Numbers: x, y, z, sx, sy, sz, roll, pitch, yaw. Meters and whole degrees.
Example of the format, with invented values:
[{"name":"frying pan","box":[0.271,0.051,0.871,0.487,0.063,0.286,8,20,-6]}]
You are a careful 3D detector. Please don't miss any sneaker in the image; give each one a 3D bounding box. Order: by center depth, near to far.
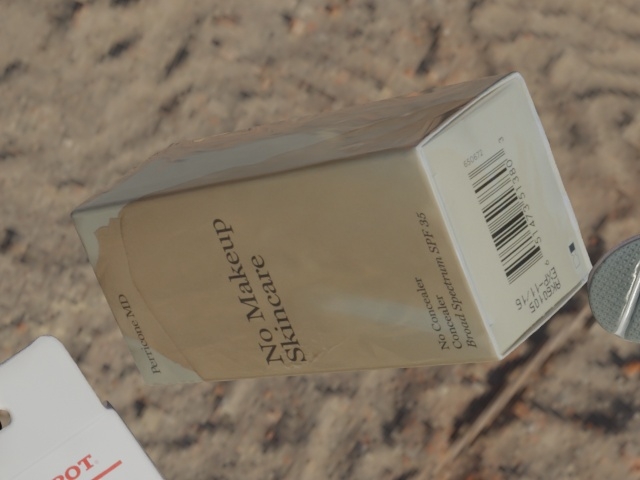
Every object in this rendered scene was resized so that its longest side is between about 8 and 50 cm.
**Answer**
[{"name":"sneaker","box":[0.178,0.000,0.708,0.152,0.053,0.061,-12,7,3]}]

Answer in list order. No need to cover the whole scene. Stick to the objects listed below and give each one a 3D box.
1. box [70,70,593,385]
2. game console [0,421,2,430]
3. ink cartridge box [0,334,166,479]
[{"name":"box","box":[0.000,0.000,1.139,0.121,0.311,0.148,-37,109,-44]},{"name":"game console","box":[-0.271,0.074,0.900,0.173,0.293,0.250,9,73,-72]},{"name":"ink cartridge box","box":[-0.107,0.150,0.778,0.115,0.067,0.198,-34,92,-8]}]
